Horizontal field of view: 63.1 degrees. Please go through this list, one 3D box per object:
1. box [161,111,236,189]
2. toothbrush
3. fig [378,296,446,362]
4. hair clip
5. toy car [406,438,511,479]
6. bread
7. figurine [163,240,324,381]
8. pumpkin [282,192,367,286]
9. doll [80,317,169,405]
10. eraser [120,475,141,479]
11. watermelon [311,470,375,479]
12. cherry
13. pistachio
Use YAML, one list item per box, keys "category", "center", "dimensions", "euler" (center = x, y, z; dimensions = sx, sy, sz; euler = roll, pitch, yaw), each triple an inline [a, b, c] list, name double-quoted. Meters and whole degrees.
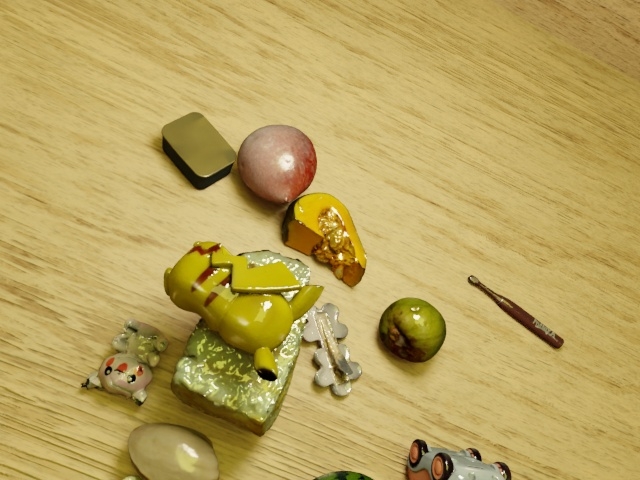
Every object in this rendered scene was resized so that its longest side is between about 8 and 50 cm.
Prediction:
- category: "box"
  center: [-0.356, -0.258, 1.516]
  dimensions: [0.144, 0.090, 0.201]
  euler: [-38, 82, -30]
- category: "toothbrush"
  center: [0.619, 0.225, 1.656]
  dimensions: [0.364, 0.041, 0.041]
  euler: [36, 59, 1]
- category: "fig"
  center: [0.264, 0.244, 1.441]
  dimensions: [0.191, 0.181, 0.181]
  euler: [1, 63, -44]
- category: "hair clip"
  center: [0.026, 0.288, 1.401]
  dimensions: [0.146, 0.075, 0.257]
  euler: [-11, 63, -26]
- category: "toy car"
  center: [0.317, 0.612, 1.248]
  dimensions: [0.180, 0.270, 0.213]
  euler: [14, 80, -14]
- category: "bread"
  center: [-0.165, 0.246, 1.253]
  dimensions: [0.239, 0.264, 0.395]
  euler: [19, 59, 4]
- category: "figurine"
  center: [-0.161, 0.119, 1.079]
  dimensions: [0.326, 0.169, 0.218]
  euler: [36, 67, 9]
- category: "pumpkin"
  center: [0.000, -0.001, 1.489]
  dimensions: [0.190, 0.139, 0.281]
  euler: [-8, 65, -27]
- category: "doll"
  center: [-0.443, 0.284, 1.220]
  dimensions: [0.149, 0.095, 0.192]
  euler: [25, 61, 1]
- category: "eraser"
  center: [-0.403, 0.592, 1.070]
  dimensions: [0.117, 0.058, 0.172]
  euler: [-30, 66, -6]
- category: "watermelon"
  center: [0.045, 0.643, 1.109]
  dimensions: [0.285, 0.285, 0.285]
  euler: [8, 63, -16]
- category: "cherry"
  center: [-0.120, -0.224, 1.498]
  dimensions: [0.239, 0.206, 0.239]
  euler: [4, 20, -1]
- category: "pistachio"
  center: [-0.320, 0.480, 1.143]
  dimensions: [0.215, 0.144, 0.144]
  euler: [17, 60, 6]
